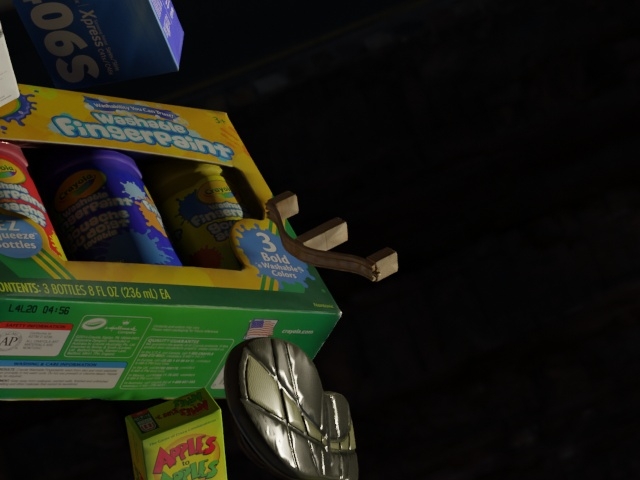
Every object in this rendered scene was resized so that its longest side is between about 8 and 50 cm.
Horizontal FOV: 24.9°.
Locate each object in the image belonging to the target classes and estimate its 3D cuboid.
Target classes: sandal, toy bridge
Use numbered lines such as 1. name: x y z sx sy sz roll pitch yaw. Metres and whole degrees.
1. sandal: -0.036 0.182 1.386 0.086 0.120 0.303 -6 157 15
2. toy bridge: 0.000 0.000 1.511 0.063 0.026 0.188 -26 -143 -29

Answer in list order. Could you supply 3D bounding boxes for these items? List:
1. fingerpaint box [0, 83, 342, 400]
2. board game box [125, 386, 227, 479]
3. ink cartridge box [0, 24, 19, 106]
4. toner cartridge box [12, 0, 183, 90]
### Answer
1. fingerpaint box: -0.252 -0.004 1.659 0.445 0.371 0.163 5 130 -37
2. board game box: -0.150 0.252 1.553 0.092 0.043 0.181 -19 129 -22
3. ink cartridge box: -0.345 -0.197 1.365 0.056 0.099 0.135 -34 141 -26
4. toner cartridge box: -0.293 -0.336 1.696 0.165 0.075 0.348 -10 136 12
